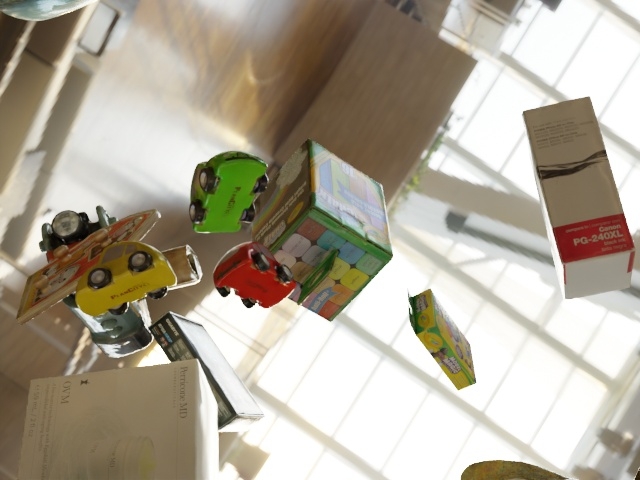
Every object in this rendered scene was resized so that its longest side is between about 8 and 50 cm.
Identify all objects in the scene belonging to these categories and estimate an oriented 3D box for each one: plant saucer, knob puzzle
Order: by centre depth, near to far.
[{"bbox_3d":[-0.282,0.012,1.073,0.213,0.030,0.213,-29,-161,11],"label":"knob puzzle"},{"bbox_3d":[-0.287,-0.375,1.195,0.317,0.317,0.043,-52,128,-38],"label":"plant saucer"}]

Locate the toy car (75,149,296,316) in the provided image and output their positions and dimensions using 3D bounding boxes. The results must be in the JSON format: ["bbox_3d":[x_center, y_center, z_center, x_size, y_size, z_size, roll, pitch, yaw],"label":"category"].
[{"bbox_3d":[-0.110,-0.013,0.870,0.239,0.053,0.225,-1,139,-29],"label":"toy car"}]

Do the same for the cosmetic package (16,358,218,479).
[{"bbox_3d":[-0.249,0.288,1.119,0.138,0.225,0.224,82,1,-51],"label":"cosmetic package"}]

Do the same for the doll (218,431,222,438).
[{"bbox_3d":[-0.269,0.325,1.730,0.129,0.189,0.046,35,85,-43],"label":"doll"}]

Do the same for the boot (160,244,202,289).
[{"bbox_3d":[-0.408,0.110,2.084,0.269,0.089,0.236,-14,157,3],"label":"boot"}]

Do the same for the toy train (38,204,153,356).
[{"bbox_3d":[-0.388,0.076,1.570,0.142,0.190,0.334,-19,155,-6],"label":"toy train"}]

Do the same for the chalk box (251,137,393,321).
[{"bbox_3d":[0.000,0.000,1.112,0.132,0.132,0.213,-46,-154,28],"label":"chalk box"}]

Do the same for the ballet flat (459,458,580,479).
[{"bbox_3d":[0.460,0.532,1.812,0.123,0.348,0.123,11,90,-84],"label":"ballet flat"}]

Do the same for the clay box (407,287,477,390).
[{"bbox_3d":[0.257,0.202,1.893,0.053,0.222,0.127,-26,-148,19],"label":"clay box"}]

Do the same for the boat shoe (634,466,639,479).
[{"bbox_3d":[0.341,0.282,0.870,0.049,0.056,0.152,-12,101,-42],"label":"boat shoe"}]

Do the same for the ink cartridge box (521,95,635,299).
[{"bbox_3d":[0.228,-0.037,0.790,0.109,0.063,0.150,50,30,-64],"label":"ink cartridge box"}]

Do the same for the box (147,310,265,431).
[{"bbox_3d":[-0.197,0.233,1.556,0.051,0.220,0.175,-38,163,2],"label":"box"}]
